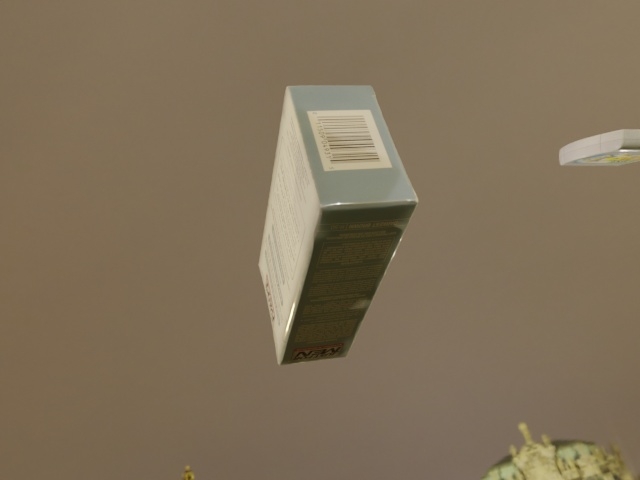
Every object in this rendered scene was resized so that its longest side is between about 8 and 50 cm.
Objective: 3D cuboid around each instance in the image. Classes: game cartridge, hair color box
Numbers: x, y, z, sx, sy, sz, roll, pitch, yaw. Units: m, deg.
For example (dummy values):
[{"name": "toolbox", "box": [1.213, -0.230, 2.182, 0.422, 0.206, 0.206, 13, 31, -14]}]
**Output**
[{"name": "game cartridge", "box": [0.213, -0.066, 0.429, 0.055, 0.017, 0.083, 3, -1, -5]}, {"name": "hair color box", "box": [0.000, 0.000, 0.788, 0.113, 0.186, 0.375, -4, -35, -16]}]
